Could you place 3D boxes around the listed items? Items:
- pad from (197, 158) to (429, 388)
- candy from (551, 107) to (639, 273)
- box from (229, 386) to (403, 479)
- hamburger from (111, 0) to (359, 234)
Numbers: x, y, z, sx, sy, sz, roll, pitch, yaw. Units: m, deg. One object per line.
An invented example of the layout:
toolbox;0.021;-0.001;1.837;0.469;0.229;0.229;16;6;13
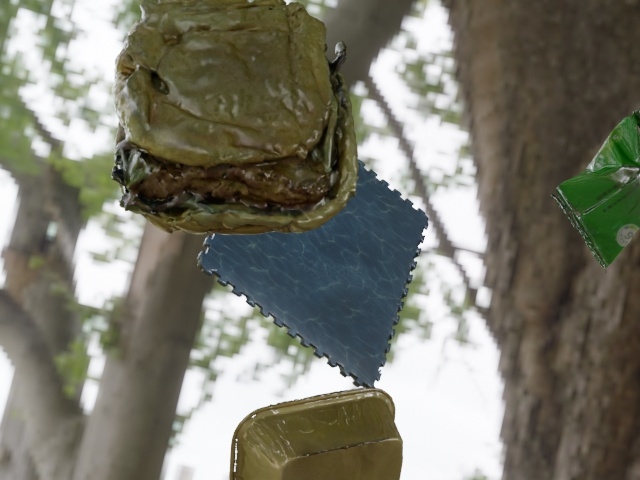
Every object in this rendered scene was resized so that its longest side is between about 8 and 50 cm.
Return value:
pad;0.000;0.000;1.927;0.269;0.269;0.012;37;-39;-25
candy;0.408;-0.072;2.318;0.141;0.203;0.078;49;-26;-11
box;-0.001;0.204;1.642;0.177;0.111;0.111;-7;-1;-24
hamburger;-0.065;-0.088;1.297;0.183;0.206;0.130;0;-33;-2
